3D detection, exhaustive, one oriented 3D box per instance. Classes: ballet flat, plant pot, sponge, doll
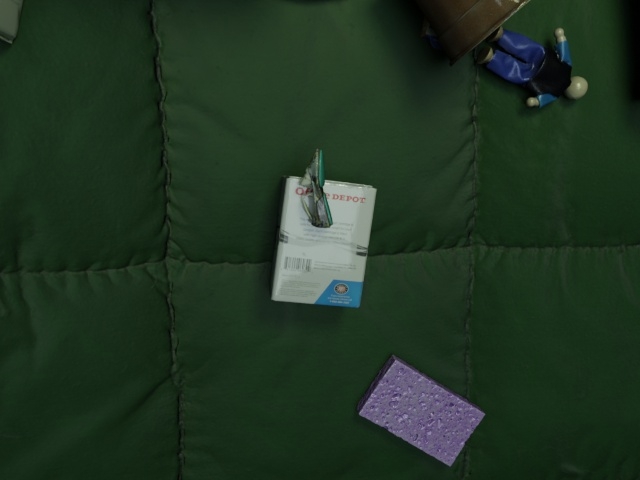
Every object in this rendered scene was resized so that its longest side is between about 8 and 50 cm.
[{"bbox_3d":[-0.009,-0.072,0.774,0.041,0.041,0.114,-9,100,-7],"label":"ballet flat"},{"bbox_3d":[0.199,-0.363,0.752,0.167,0.167,0.165,-40,96,0],"label":"plant pot"},{"bbox_3d":[0.179,0.303,0.957,0.210,0.031,0.117,33,94,-13],"label":"sponge"},{"bbox_3d":[0.353,-0.281,0.871,0.189,0.046,0.129,23,97,-12],"label":"doll"}]

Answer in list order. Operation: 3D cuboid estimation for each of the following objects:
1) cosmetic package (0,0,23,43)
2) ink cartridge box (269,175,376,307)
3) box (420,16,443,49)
[{"bbox_3d":[-0.467,-0.473,0.650,0.217,0.156,0.384,16,96,-12],"label":"cosmetic package"},{"bbox_3d":[0.000,0.000,0.847,0.140,0.082,0.190,6,97,-10],"label":"ink cartridge box"},{"bbox_3d":[0.207,-0.365,0.843,0.081,0.028,0.136,7,101,-10],"label":"box"}]
